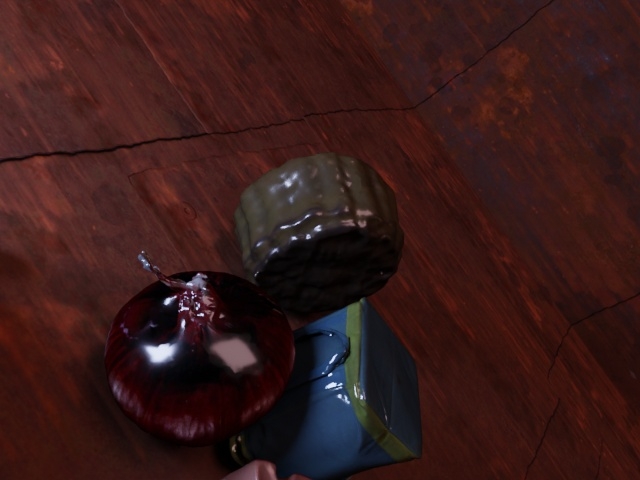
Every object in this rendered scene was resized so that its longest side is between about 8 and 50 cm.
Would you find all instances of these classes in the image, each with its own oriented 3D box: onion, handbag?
[{"bbox_3d":[-0.166,0.134,0.953,0.273,0.284,0.273,3,37,-2],"label":"onion"},{"bbox_3d":[0.015,0.253,1.081,0.222,0.241,0.263,48,28,-32],"label":"handbag"}]

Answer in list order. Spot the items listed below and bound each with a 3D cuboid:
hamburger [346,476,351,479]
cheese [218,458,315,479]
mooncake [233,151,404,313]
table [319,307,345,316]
[{"bbox_3d":[0.035,0.374,1.168,0.054,0.084,0.121,49,31,-11],"label":"hamburger"},{"bbox_3d":[-0.066,0.391,0.958,0.177,0.128,0.203,52,30,-4],"label":"cheese"},{"bbox_3d":[0.001,-0.002,1.294,0.324,0.324,0.187,23,40,-42],"label":"mooncake"},{"bbox_3d":[0.028,0.114,1.462,0.079,0.062,0.083,29,36,-37],"label":"table"}]
